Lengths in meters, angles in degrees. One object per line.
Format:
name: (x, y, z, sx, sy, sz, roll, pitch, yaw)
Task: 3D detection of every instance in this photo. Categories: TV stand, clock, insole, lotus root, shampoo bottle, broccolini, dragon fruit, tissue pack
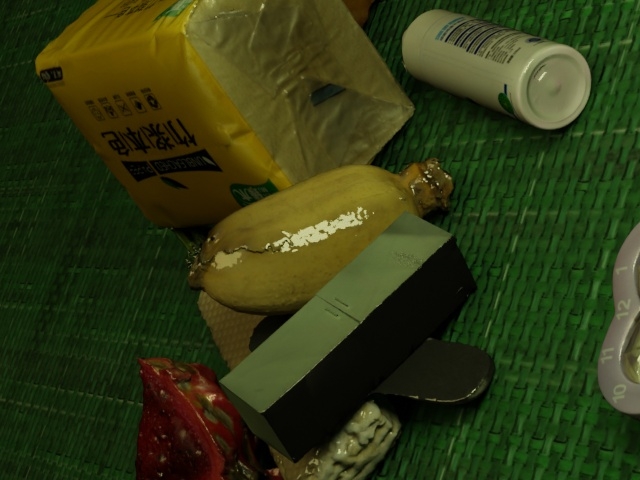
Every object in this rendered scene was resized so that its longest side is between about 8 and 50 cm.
TV stand: (0.032, 0.095, 1.697, 0.269, 0.088, 0.083, -44, 40, -16)
clock: (0.322, 0.062, 1.421, 0.172, 0.064, 0.198, -17, 54, 51)
insole: (0.046, 0.121, 1.740, 0.309, 0.012, 0.110, 6, 49, 37)
lotus root: (0.001, 0.003, 1.808, 0.303, 0.131, 0.146, -21, 40, -8)
shampoo bottle: (0.171, -0.194, 1.812, 0.092, 0.092, 0.303, -63, 31, 2)
broccolini: (-0.181, -0.007, 2.258, 0.074, 0.079, 0.392, -70, 22, 11)
dragon fruit: (-0.107, 0.268, 1.877, 0.211, 0.134, 0.262, 25, 116, 44)
tissue pack: (-0.124, -0.180, 2.021, 0.382, 0.293, 0.228, -4, 38, 54)

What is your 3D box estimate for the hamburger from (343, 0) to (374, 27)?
hamburger: (-0.028, -0.443, 2.117, 0.445, 0.287, 0.268, -59, 32, 16)

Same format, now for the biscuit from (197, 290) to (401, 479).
biscuit: (-0.030, 0.131, 1.890, 0.144, 0.078, 0.426, -53, 33, 15)
